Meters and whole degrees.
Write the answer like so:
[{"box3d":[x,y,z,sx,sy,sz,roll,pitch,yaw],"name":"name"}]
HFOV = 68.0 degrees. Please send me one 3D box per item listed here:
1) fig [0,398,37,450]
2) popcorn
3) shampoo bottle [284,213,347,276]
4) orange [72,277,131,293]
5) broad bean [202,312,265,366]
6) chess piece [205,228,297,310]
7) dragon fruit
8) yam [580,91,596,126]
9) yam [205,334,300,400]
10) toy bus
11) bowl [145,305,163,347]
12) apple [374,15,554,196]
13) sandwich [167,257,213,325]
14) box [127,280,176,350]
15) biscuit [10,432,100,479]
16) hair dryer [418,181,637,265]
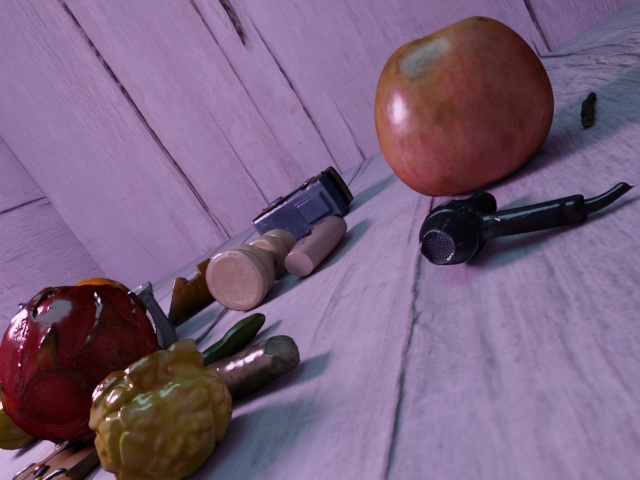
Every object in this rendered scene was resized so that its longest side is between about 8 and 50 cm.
[{"box3d":[-0.751,0.466,1.229,0.148,0.187,0.142,157,124,-79],"name":"fig"},{"box3d":[-0.202,0.223,0.614,0.180,0.180,0.170,-32,44,2],"name":"popcorn"},{"box3d":[0.000,0.000,1.224,0.127,0.078,0.257,-26,12,34],"name":"shampoo bottle"},{"box3d":[-0.672,0.241,1.453,0.274,0.274,0.310,-33,1,-2],"name":"orange"},{"box3d":[-0.200,0.217,0.903,0.255,0.046,0.065,-35,-27,-32],"name":"broad bean"},{"box3d":[-0.156,0.051,1.267,0.167,0.166,0.300,-27,8,28],"name":"chess piece"},{"box3d":[-0.465,0.233,0.937,0.296,0.301,0.295,-9,-10,-2],"name":"dragon fruit"},{"box3d":[0.571,-0.282,1.012,0.027,0.029,0.234,7,30,29],"name":"yam"},{"box3d":[-0.169,0.227,0.739,0.318,0.067,0.071,-29,24,23],"name":"yam"},{"box3d":[-0.063,-0.103,1.646,0.324,0.161,0.194,-30,12,23],"name":"toy bus"},{"box3d":[-0.487,0.265,1.147,0.238,0.237,0.126,-35,-26,-11],"name":"bowl"},{"box3d":[0.281,-0.275,0.994,0.364,0.363,0.364,-31,11,7],"name":"apple"},{"box3d":[-0.423,0.171,1.546,0.236,0.128,0.122,-35,3,-13],"name":"sandwich"},{"box3d":[-0.556,0.275,1.303,0.312,0.182,0.175,-36,12,-13],"name":"box"},{"box3d":[-0.472,0.417,0.814,0.197,0.049,0.302,-39,14,-22],"name":"biscuit"},{"box3d":[0.290,-0.036,0.669,0.272,0.091,0.236,-8,14,38],"name":"hair dryer"}]
